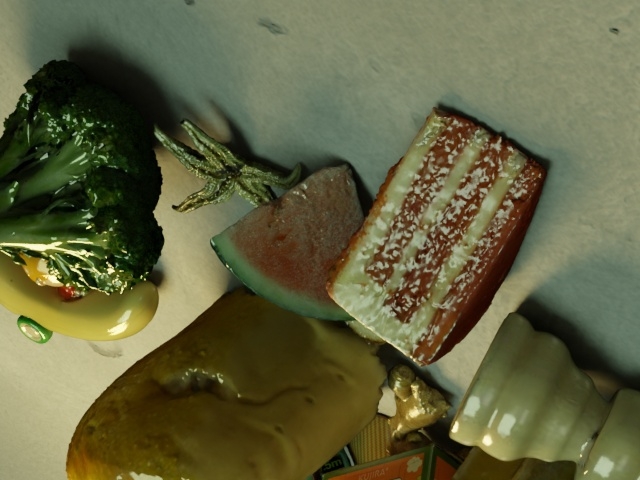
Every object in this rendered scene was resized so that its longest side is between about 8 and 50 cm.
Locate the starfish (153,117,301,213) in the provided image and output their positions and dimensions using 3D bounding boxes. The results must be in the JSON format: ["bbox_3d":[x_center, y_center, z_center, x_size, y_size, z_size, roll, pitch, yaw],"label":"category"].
[{"bbox_3d":[-0.112,-0.073,1.724,0.217,0.050,0.223,-22,122,35],"label":"starfish"}]

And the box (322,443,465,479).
[{"bbox_3d":[0.121,0.386,1.913,0.195,0.148,0.177,-22,132,37],"label":"box"}]

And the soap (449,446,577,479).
[{"bbox_3d":[0.256,0.415,1.717,0.304,0.338,0.169,50,150,-17],"label":"soap"}]

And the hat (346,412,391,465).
[{"bbox_3d":[0.090,0.337,2.046,0.193,0.082,0.193,28,149,19],"label":"hat"}]

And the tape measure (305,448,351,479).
[{"bbox_3d":[-0.019,0.334,2.083,0.146,0.125,0.081,-112,0,-53],"label":"tape measure"}]

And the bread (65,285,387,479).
[{"bbox_3d":[-0.145,0.232,1.882,0.250,0.394,0.361,57,152,-1],"label":"bread"}]

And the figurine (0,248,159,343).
[{"bbox_3d":[-0.381,0.051,2.133,0.325,0.124,0.222,11,138,33],"label":"figurine"}]

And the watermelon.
[{"bbox_3d":[-0.011,0.021,1.641,0.207,0.136,0.202,27,140,13],"label":"watermelon"}]

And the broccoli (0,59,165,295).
[{"bbox_3d":[-0.331,-0.054,1.766,0.303,0.283,0.321,64,149,10],"label":"broccoli"}]

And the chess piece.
[{"bbox_3d":[0.310,0.212,1.592,0.300,0.167,0.167,25,148,9],"label":"chess piece"}]

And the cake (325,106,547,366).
[{"bbox_3d":[0.111,0.004,1.491,0.158,0.159,0.262,34,148,14],"label":"cake"}]

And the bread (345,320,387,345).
[{"bbox_3d":[0.058,0.064,1.750,0.126,0.044,0.129,48,152,-2],"label":"bread"}]

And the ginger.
[{"bbox_3d":[0.132,0.255,1.910,0.193,0.052,0.176,40,137,-9],"label":"ginger"}]
